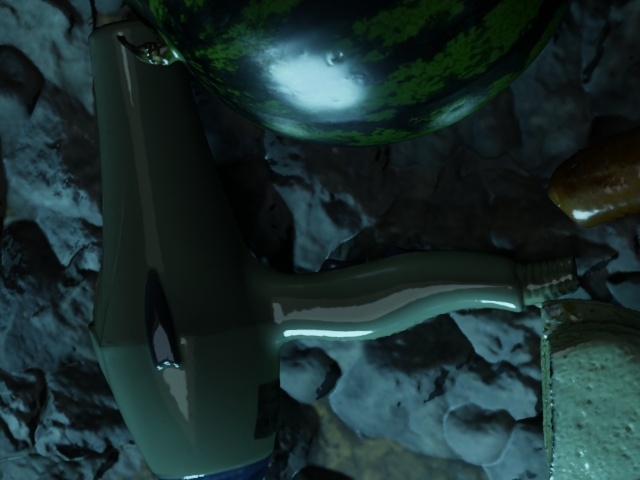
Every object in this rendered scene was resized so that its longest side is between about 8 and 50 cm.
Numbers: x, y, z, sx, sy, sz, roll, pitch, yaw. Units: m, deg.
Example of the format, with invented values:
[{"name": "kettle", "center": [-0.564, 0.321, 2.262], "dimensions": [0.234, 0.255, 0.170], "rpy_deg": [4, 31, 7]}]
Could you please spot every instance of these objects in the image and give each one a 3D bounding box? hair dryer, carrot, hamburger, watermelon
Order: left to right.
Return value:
[{"name": "hair dryer", "center": [-0.035, -0.022, 0.959], "dimensions": [0.298, 0.119, 0.296], "rpy_deg": [-31, 88, 11]}, {"name": "watermelon", "center": [0.010, -0.179, 0.798], "dimensions": [0.269, 0.269, 0.269], "rpy_deg": [6, 108, 21]}, {"name": "hamburger", "center": [0.173, 0.094, 0.911], "dimensions": [0.084, 0.054, 0.121], "rpy_deg": [-2, 113, 2]}, {"name": "carrot", "center": [0.211, -0.049, 0.856], "dimensions": [0.186, 0.060, 0.060], "rpy_deg": [-17, 98, 33]}]
